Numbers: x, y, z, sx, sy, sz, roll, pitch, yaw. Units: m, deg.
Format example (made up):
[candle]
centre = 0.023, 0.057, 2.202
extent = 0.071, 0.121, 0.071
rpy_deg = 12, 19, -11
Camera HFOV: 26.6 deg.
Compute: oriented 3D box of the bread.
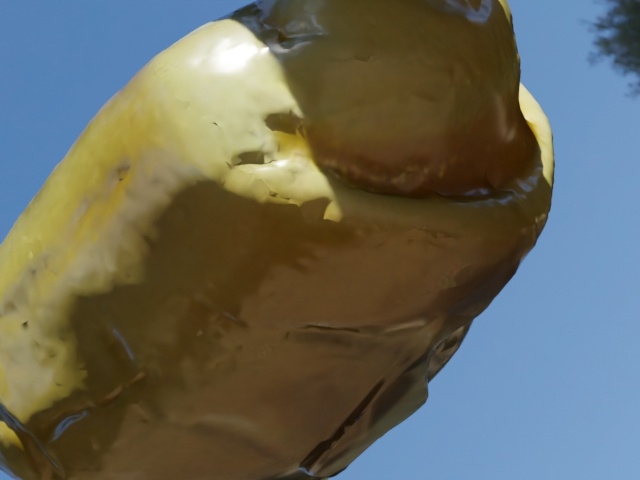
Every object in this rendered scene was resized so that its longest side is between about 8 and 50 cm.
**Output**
[bread]
centre = 0.000, 0.000, 0.763
extent = 0.341, 0.210, 0.300
rpy_deg = -47, -19, 21
